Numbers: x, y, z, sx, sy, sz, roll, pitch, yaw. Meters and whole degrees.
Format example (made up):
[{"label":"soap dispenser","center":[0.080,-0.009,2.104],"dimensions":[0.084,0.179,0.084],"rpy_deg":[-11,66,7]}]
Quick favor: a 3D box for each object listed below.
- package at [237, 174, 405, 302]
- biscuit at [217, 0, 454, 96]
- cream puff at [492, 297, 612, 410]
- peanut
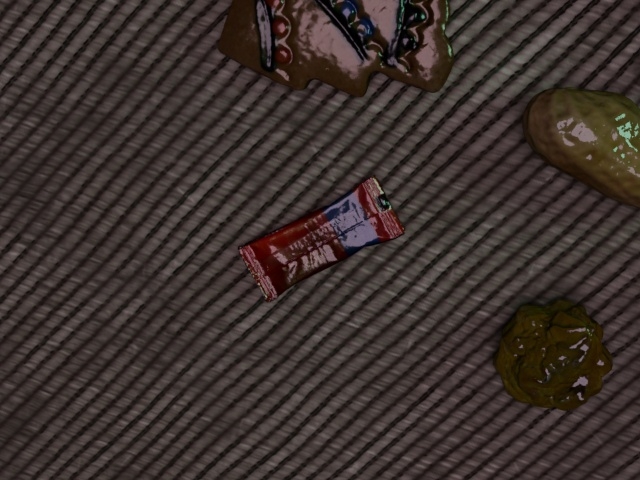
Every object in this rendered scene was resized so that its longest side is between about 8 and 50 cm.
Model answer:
[{"label":"package","center":[0.000,0.000,1.062],"dimensions":[0.200,0.022,0.083],"rpy_deg":[-27,98,11]},{"label":"biscuit","center":[0.019,-0.274,0.991],"dimensions":[0.301,0.043,0.278],"rpy_deg":[-24,98,11]},{"label":"cream puff","center":[0.282,0.144,1.014],"dimensions":[0.146,0.116,0.146],"rpy_deg":[1,100,4]},{"label":"peanut","center":[0.336,-0.104,0.962],"dimensions":[0.226,0.095,0.108],"rpy_deg":[30,107,-1]}]
